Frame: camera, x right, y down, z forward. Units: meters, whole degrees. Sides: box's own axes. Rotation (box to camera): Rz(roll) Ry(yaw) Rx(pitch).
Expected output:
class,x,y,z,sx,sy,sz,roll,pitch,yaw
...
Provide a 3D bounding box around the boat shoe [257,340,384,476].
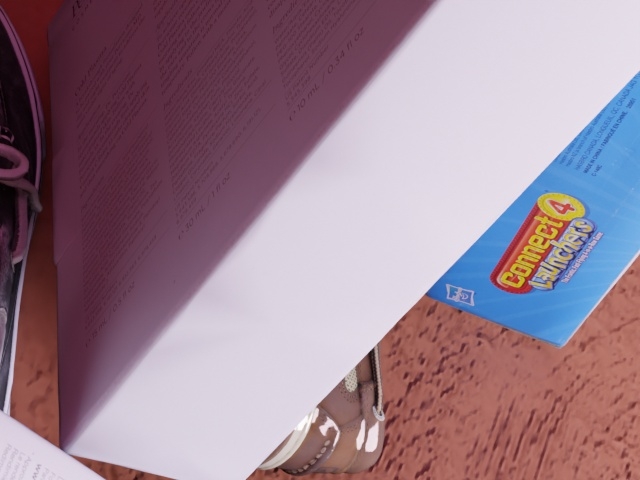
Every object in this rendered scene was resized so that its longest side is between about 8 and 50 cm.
class,x,y,z,sx,sy,sz,roll,pitch,yaw
boat shoe,-0.005,0.003,0.814,0.095,0.095,0.257,20,58,-28

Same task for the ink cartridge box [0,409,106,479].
class,x,y,z,sx,sy,sz,roll,pitch,yaw
ink cartridge box,-0.132,0.180,0.632,0.311,0.065,0.185,41,53,-37

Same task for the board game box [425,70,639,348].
class,x,y,z,sx,sy,sz,roll,pitch,yaw
board game box,0.165,-0.145,0.790,0.086,0.308,0.302,20,61,-1

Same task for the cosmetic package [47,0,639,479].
class,x,y,z,sx,sy,sz,roll,pitch,yaw
cosmetic package,0.007,-0.116,0.666,0.097,0.377,0.284,18,41,-30

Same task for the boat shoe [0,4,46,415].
class,x,y,z,sx,sy,sz,roll,pitch,yaw
boat shoe,-0.193,-0.017,0.761,0.113,0.105,0.306,7,63,-9
